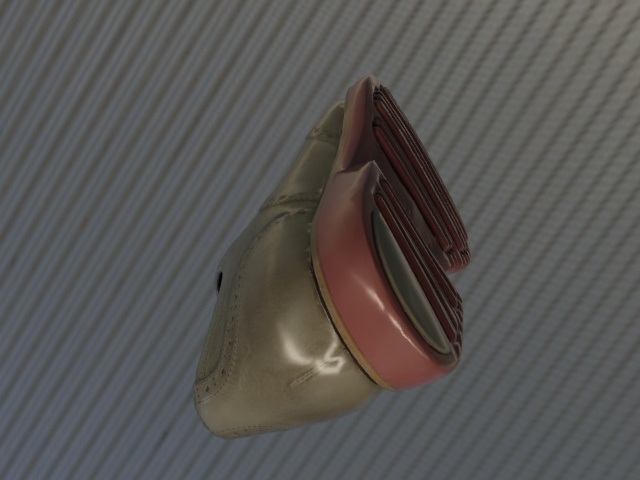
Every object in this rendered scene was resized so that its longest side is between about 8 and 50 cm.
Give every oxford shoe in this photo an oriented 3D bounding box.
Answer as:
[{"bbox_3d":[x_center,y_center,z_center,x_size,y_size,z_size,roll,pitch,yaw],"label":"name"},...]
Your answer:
[{"bbox_3d":[0.000,0.000,0.879,0.130,0.348,0.123,-29,100,14],"label":"oxford shoe"}]
